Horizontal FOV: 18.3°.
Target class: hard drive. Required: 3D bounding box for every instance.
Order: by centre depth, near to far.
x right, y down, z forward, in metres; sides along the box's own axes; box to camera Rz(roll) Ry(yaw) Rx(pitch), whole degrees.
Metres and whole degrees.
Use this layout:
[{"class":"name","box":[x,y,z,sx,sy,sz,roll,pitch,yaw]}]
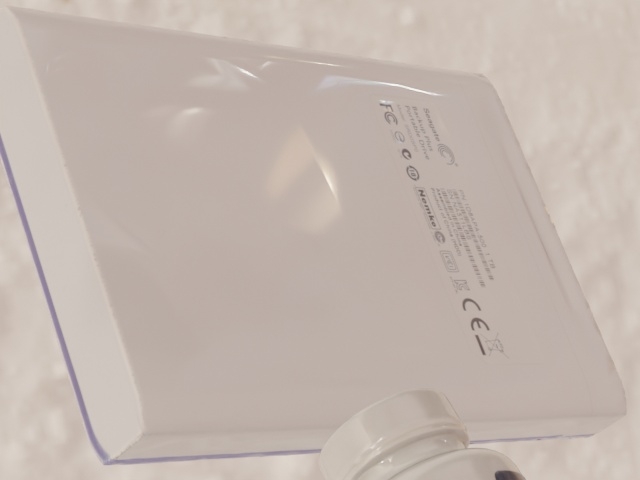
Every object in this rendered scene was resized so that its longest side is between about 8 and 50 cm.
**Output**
[{"class":"hard drive","box":[0.000,0.000,0.948,0.319,0.040,0.210,3,58,-44]}]

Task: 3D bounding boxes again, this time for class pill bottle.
[{"class":"pill bottle","box":[0.047,0.110,0.637,0.067,0.067,0.120,11,41,-50]}]
